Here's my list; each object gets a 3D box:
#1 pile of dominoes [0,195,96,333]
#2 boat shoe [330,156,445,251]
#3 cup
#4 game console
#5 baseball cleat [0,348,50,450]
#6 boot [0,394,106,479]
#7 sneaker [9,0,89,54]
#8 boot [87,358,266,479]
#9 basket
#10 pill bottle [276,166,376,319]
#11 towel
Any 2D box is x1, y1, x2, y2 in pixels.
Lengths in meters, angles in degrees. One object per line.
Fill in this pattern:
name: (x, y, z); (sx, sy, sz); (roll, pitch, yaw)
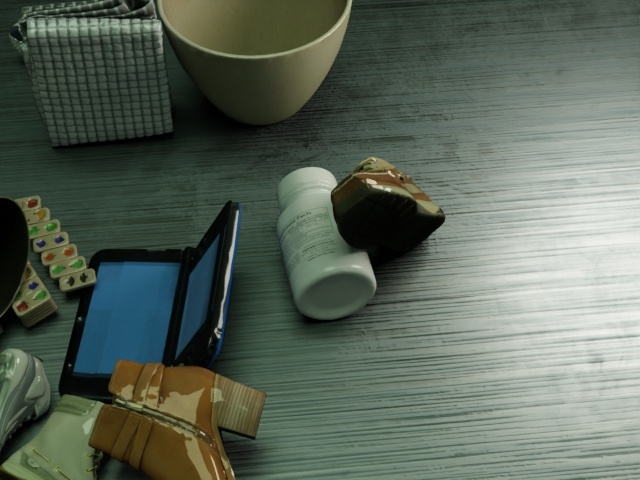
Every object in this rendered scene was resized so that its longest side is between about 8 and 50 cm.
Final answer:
pile of dominoes: (-0.496, 0.027, 1.909); (0.196, 0.040, 0.251); (-33, 57, -13)
boat shoe: (0.086, -0.062, 1.837); (0.122, 0.324, 0.120); (-37, 71, 13)
cup: (-0.110, -0.346, 2.104); (0.331, 0.237, 0.331); (0, 51, 1)
game console: (-0.254, 0.088, 1.799); (0.173, 0.250, 0.293); (20, 48, -18)
baseball cleat: (-0.446, 0.262, 1.713); (0.072, 0.109, 0.206); (10, 77, 41)
boot: (-0.320, 0.314, 1.668); (0.213, 0.077, 0.165); (23, 52, 18)
sneaker: (-0.456, -0.405, 2.250); (0.235, 0.094, 0.153); (3, 49, 3)
boot: (-0.211, 0.302, 1.611); (0.220, 0.109, 0.283); (14, 74, 1)
basket: (-0.590, 0.020, 1.837); (0.226, 0.154, 0.204); (8, 74, 29)
pill bottle: (0.000, 0.000, 1.886); (0.131, 0.131, 0.229); (-10, 51, -7)
towel: (-0.376, -0.296, 2.034); (0.235, 0.284, 0.121); (-5, 52, -3)
